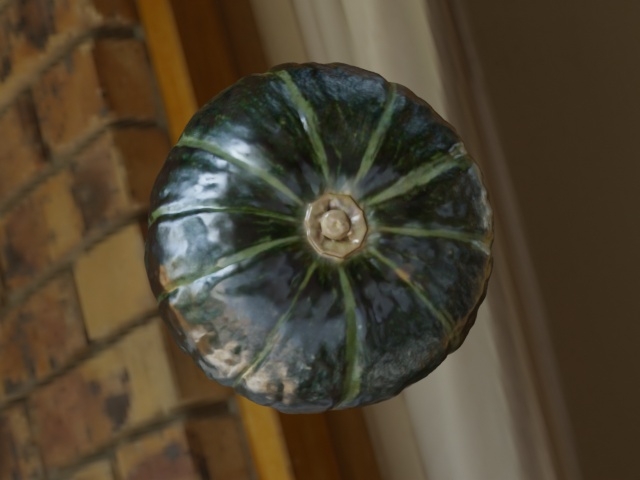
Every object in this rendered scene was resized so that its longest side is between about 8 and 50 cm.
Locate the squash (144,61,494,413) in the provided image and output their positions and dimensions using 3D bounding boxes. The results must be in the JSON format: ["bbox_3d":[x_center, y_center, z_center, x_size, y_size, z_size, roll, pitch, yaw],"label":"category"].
[{"bbox_3d":[0.000,0.000,1.155,0.252,0.252,0.165,-12,-5,-13],"label":"squash"}]
